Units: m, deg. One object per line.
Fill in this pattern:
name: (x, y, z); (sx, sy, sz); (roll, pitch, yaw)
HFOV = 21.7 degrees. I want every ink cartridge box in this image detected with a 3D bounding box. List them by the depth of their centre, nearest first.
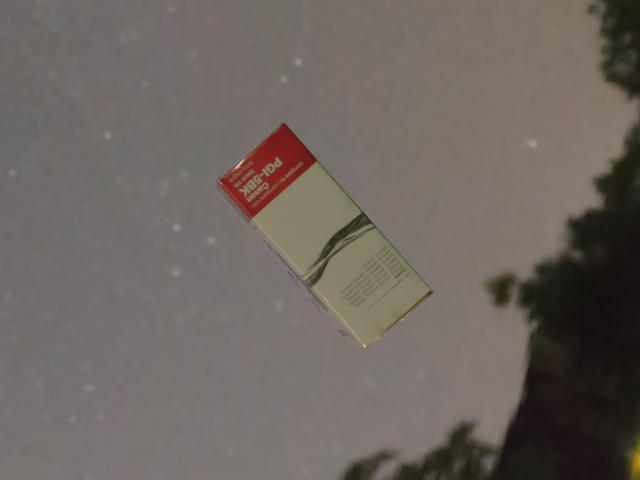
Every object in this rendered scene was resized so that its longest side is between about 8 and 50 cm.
ink cartridge box: (0.000, 0.000, 1.023); (0.056, 0.135, 0.099); (-42, -1, -5)
